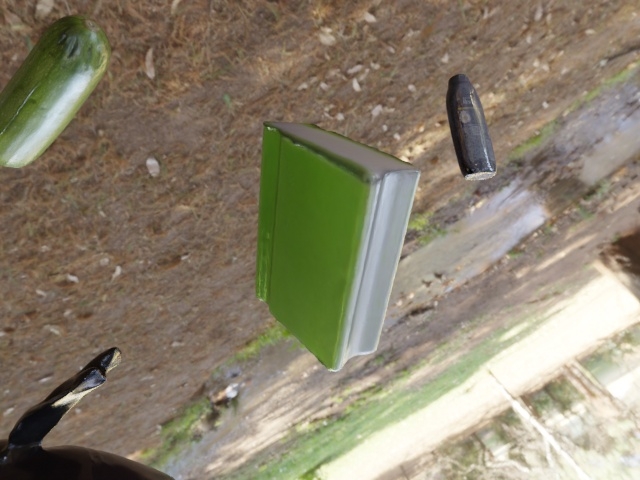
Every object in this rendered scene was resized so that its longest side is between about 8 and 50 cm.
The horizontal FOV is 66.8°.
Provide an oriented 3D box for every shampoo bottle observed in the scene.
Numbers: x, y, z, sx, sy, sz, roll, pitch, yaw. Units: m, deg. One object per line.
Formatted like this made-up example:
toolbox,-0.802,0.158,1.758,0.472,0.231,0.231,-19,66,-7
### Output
shampoo bottle,0.320,-0.247,1.049,0.087,0.233,0.049,-4,166,-20

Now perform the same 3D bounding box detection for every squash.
squash,-0.304,-0.153,0.530,0.239,0.069,0.069,-31,157,30

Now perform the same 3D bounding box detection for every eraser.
eraser,0.000,0.000,0.616,0.092,0.210,0.274,-19,128,-35

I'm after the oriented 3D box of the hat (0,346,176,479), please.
hat,-0.150,0.216,0.339,0.337,0.208,0.238,17,138,-3
